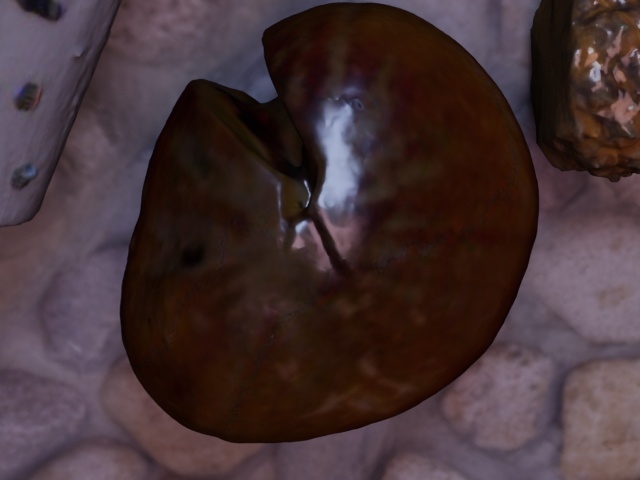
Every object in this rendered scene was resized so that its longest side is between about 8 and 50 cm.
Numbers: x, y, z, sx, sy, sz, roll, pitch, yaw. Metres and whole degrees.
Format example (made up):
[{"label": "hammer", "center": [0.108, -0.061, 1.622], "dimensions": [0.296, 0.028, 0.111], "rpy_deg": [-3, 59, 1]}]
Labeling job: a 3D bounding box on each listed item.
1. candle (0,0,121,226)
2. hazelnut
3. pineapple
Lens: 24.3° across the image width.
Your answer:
[{"label": "candle", "center": [-0.215, -0.090, 0.770], "dimensions": [0.187, 0.187, 0.330], "rpy_deg": [23, 104, -9]}, {"label": "hazelnut", "center": [0.000, 0.000, 0.794], "dimensions": [0.217, 0.217, 0.251], "rpy_deg": [42, 99, -13]}, {"label": "pineapple", "center": [0.244, -0.094, 0.826], "dimensions": [0.248, 0.128, 0.128], "rpy_deg": [-1, 106, -7]}]
